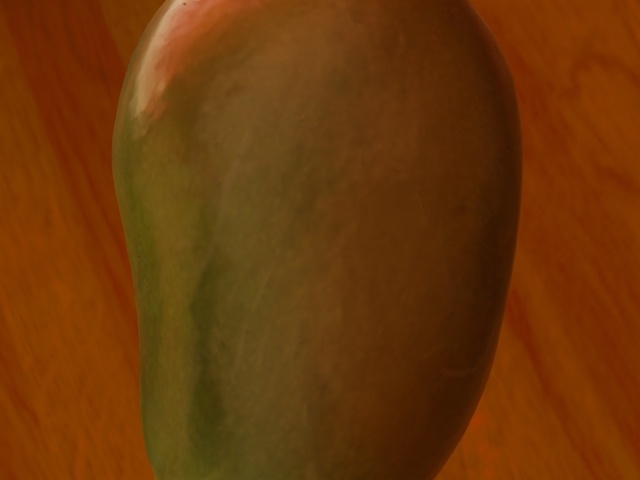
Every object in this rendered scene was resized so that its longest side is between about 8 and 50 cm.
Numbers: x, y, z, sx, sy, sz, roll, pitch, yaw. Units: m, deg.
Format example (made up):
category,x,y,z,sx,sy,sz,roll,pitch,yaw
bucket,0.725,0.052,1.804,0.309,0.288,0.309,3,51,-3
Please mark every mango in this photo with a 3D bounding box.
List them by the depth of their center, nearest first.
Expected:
category,x,y,z,sx,sy,sz,roll,pitch,yaw
mango,0.000,0.000,0.705,0.156,0.114,0.251,6,71,-19
